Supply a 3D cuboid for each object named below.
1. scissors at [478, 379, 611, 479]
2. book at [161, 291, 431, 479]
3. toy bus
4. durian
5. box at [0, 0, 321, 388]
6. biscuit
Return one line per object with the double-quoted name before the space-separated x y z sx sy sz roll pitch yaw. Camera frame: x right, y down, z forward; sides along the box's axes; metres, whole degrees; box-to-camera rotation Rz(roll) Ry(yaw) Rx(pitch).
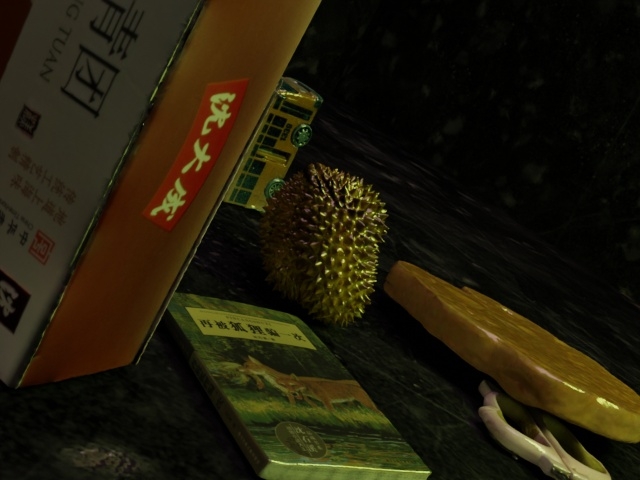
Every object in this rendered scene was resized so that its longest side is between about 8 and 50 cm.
"scissors" 0.236 0.229 0.835 0.160 0.024 0.317 28 13 -14
"book" -0.031 0.116 0.703 0.160 0.024 0.228 16 19 -37
"toy bus" -0.085 -0.140 1.193 0.103 0.182 0.091 13 20 -43
"durian" 0.000 0.000 0.934 0.137 0.168 0.158 -10 20 -43
"box" -0.223 -0.154 0.606 0.385 0.345 0.122 34 14 22
"biscuit" 0.242 0.138 1.076 0.351 0.057 0.312 34 9 31
